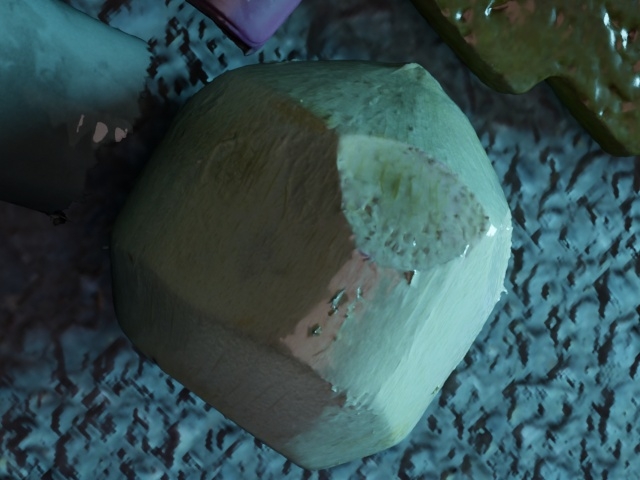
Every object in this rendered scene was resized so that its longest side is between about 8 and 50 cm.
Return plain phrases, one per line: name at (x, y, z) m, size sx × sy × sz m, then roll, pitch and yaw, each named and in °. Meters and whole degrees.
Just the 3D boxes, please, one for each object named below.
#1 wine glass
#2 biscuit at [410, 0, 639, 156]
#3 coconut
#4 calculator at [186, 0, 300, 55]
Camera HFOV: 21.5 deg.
wine glass at (-0.177, -0.079, 0.628) m, size 0.222 × 0.103 × 0.103 m, roll 20°, pitch 97°, yaw -26°
biscuit at (0.155, -0.157, 0.777) m, size 0.301 × 0.043 × 0.278 m, roll 0°, pitch 107°, yaw -20°
coconut at (0.001, 0.001, 0.699) m, size 0.161 × 0.161 × 0.162 m, roll 40°, pitch 85°, yaw -27°
calculator at (-0.061, -0.181, 0.681) m, size 0.190 × 0.034 × 0.126 m, roll 39°, pitch 89°, yaw -16°
